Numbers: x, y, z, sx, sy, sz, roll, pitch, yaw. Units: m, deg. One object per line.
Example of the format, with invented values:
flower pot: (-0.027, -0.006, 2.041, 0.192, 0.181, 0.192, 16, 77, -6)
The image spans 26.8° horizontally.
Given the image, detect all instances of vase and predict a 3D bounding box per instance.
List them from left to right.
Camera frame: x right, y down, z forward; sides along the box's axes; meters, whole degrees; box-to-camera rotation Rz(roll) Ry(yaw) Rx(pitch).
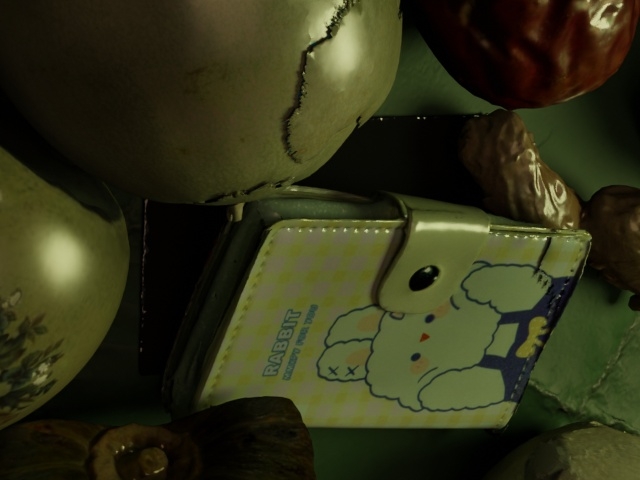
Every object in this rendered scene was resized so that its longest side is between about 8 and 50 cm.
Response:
vase: (-0.303, 0.024, 0.785, 0.302, 0.241, 0.329, -47, 131, 6)

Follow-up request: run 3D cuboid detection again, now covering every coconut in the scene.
coconut: (0.236, 0.264, 1.159, 0.241, 0.241, 0.241, -9, 110, -25)

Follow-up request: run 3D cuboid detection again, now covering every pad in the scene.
pad: (0.000, 0.000, 1.070, 0.300, 0.005, 0.202, -5, 109, -26)

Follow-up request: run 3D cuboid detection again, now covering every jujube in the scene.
jujube: (0.125, -0.249, 0.931, 0.223, 0.223, 0.318, -30, 125, -16)

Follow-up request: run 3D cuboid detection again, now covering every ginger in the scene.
ginger: (0.225, -0.012, 1.130, 0.290, 0.122, 0.084, 28, 53, -27)

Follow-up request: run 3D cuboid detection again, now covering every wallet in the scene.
wallet: (0.050, 0.062, 1.050, 0.309, 0.077, 0.223, 5, 121, -30)

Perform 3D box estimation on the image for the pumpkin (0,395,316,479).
pumpkin: (-0.146, 0.227, 0.954, 0.281, 0.139, 0.190, -4, 128, -14)

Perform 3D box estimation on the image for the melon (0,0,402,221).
melon: (-0.086, -0.172, 0.811, 0.268, 0.268, 0.330, -21, 100, -20)
